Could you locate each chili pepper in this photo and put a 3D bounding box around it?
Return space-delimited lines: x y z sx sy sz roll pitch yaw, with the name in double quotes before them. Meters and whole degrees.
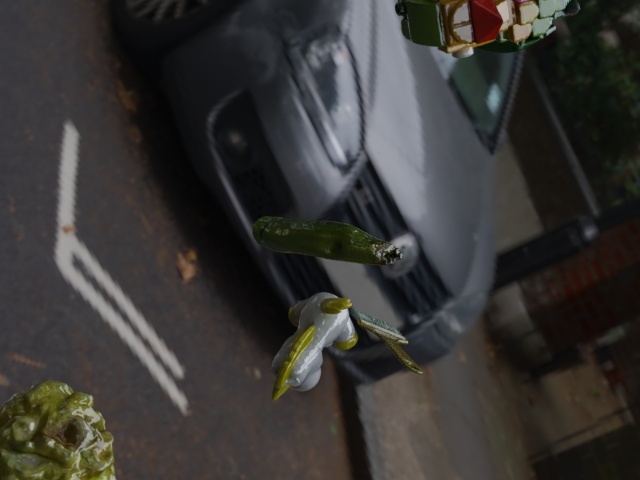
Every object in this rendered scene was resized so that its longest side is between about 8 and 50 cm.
"chili pepper" 0.000 0.000 1.462 0.052 0.202 0.050 -49 132 -33

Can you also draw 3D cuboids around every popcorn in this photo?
"popcorn" -0.229 0.178 1.047 0.106 0.116 0.120 20 78 -61

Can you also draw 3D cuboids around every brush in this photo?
"brush" 0.104 0.148 1.777 0.083 0.011 0.205 24 10 -21

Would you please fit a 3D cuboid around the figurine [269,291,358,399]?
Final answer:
"figurine" -0.023 0.152 1.774 0.109 0.178 0.129 35 -19 7

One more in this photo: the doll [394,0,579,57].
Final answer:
"doll" 0.149 -0.220 1.116 0.186 0.134 0.106 -35 126 -41
